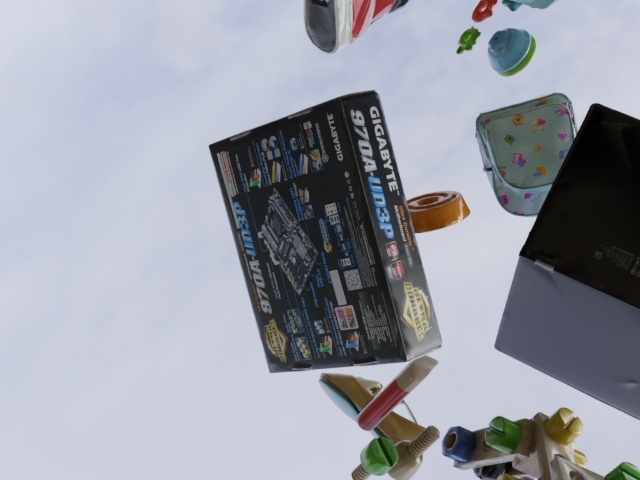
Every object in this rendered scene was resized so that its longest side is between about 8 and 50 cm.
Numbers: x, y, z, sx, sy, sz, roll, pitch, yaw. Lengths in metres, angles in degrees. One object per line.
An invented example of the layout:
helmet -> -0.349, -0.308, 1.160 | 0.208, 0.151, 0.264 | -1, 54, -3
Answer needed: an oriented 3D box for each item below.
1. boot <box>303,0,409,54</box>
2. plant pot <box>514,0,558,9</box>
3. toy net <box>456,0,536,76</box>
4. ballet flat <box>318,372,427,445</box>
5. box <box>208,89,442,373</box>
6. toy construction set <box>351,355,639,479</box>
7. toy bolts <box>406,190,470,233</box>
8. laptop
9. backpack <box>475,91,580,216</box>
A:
boot -> 0.061, -0.369, 1.261 | 0.088, 0.244, 0.176 | 38, -122, 27
plant pot -> 0.203, -0.389, 1.108 | 0.293, 0.293, 0.235 | 36, -66, 46
toy net -> 0.283, -0.338, 1.393 | 0.232, 0.045, 0.122 | -57, -148, 2
ballet flat -> 0.084, 0.250, 1.496 | 0.073, 0.080, 0.232 | -36, -139, -13
box -> 0.000, 0.000, 0.872 | 0.051, 0.220, 0.175 | -17, -178, -43
toy construction set -> 0.202, 0.232, 1.040 | 0.257, 0.309, 0.237 | -45, 173, -50
toy bolts -> 0.092, 0.046, 1.337 | 0.218, 0.158, 0.228 | -9, -163, 22
laptop -> 0.514, 0.065, 1.582 | 0.382, 0.236, 0.408 | 25, -90, 17
backpack -> 0.341, -0.129, 1.623 | 0.166, 0.188, 0.144 | -14, -174, 8
